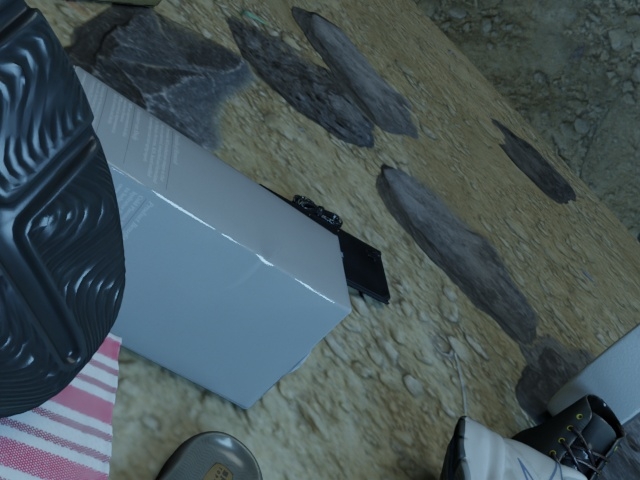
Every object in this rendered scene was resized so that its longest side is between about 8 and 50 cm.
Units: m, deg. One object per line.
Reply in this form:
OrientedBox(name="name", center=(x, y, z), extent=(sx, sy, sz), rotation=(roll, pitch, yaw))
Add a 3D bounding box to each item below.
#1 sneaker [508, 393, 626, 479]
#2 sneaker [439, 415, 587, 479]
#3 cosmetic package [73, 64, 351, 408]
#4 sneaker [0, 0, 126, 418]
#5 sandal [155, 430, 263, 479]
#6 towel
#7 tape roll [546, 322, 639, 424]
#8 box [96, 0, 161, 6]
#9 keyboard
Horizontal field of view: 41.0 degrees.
OrientedBox(name="sneaker", center=(0.215, 0.217, 0.781), extent=(0.083, 0.118, 0.222), rotation=(44, 24, -3))
OrientedBox(name="sneaker", center=(0.148, 0.234, 0.609), extent=(0.129, 0.111, 0.297), rotation=(12, 27, 5))
OrientedBox(name="cosmetic package", center=(-0.106, 0.006, 0.598), extent=(0.238, 0.127, 0.107), rotation=(33, 26, -29))
OrientedBox(name="sneaker", center=(-0.287, -0.103, 0.404), extent=(0.169, 0.258, 0.447), rotation=(-51, 127, -26))
OrientedBox(name="sandal", center=(-0.066, 0.174, 0.473), extent=(0.090, 0.060, 0.219), rotation=(42, 24, -7))
OrientedBox(name="towel", center=(-0.182, 0.095, 0.458), extent=(0.144, 0.029, 0.197), rotation=(30, 28, -25))
OrientedBox(name="tape roll", center=(0.436, 0.108, 0.983), extent=(0.392, 0.392, 0.072), rotation=(2, 49, -57))
OrientedBox(name="box", center=(-0.289, -0.334, 0.977), extent=(0.164, 0.021, 0.201), rotation=(48, 25, 7))
OrientedBox(name="keyboard", center=(0.000, 0.000, 0.906), extent=(0.180, 0.023, 0.108), rotation=(29, 35, -33))
